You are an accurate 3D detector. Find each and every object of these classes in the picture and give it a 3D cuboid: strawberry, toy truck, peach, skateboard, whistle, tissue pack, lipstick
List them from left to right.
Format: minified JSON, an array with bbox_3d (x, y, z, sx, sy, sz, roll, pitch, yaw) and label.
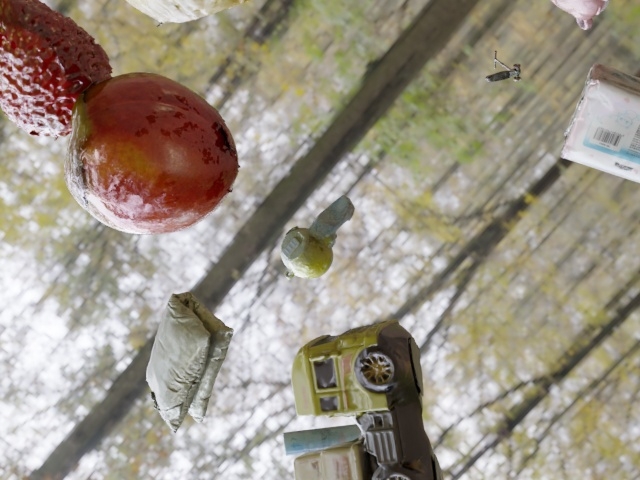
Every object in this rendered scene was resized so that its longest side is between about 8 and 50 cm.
[{"bbox_3d":[-0.636,-0.384,2.549,0.343,0.292,0.292,33,-164,-48],"label":"strawberry"},{"bbox_3d":[-0.355,-0.187,2.436,0.370,0.370,0.370,37,-163,-13],"label":"peach"},{"bbox_3d":[0.000,0.000,2.511,0.123,0.223,0.123,40,-172,-6],"label":"whistle"},{"bbox_3d":[0.006,0.395,2.284,0.158,0.048,0.048,-6,-153,-4],"label":"lipstick"},{"bbox_3d":[0.070,0.344,1.924,0.180,0.254,0.405,-14,-84,-75],"label":"toy truck"},{"bbox_3d":[0.297,-0.291,1.949,0.083,0.064,0.032,-120,19,-59],"label":"skateboard"},{"bbox_3d":[0.659,-0.231,2.388,0.271,0.201,0.124,19,-150,5],"label":"tissue pack"}]

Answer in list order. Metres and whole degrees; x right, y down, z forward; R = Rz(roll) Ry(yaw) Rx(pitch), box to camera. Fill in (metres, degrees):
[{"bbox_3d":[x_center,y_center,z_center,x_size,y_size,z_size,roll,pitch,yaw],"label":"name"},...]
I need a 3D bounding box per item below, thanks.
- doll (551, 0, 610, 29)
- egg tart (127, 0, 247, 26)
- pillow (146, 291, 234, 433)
[{"bbox_3d":[0.378,-0.444,1.777,0.262,0.093,0.211,65,170,-20],"label":"doll"},{"bbox_3d":[-0.132,-0.382,1.424,0.388,0.388,0.169,-93,-19,-68],"label":"egg tart"},{"bbox_3d":[-0.203,0.175,1.724,0.078,0.181,0.134,1,-148,-40],"label":"pillow"}]
